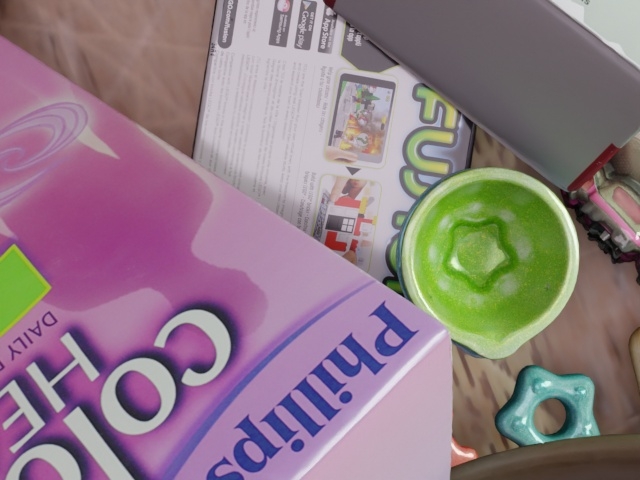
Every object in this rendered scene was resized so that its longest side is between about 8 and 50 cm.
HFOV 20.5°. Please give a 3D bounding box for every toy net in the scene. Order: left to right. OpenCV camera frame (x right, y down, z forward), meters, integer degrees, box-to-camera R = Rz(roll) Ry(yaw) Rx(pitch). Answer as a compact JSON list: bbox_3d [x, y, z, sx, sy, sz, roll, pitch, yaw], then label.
[{"bbox_3d":[0.102,0.081,0.684,0.232,0.045,0.122,43,86,-7],"label":"toy net"}]

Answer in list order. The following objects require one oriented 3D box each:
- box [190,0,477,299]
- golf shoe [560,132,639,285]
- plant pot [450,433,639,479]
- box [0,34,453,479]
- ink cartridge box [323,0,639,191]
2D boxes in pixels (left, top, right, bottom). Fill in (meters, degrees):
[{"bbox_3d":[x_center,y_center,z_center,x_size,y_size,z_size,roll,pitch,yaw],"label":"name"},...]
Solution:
[{"bbox_3d":[0.000,0.000,0.721,0.114,0.036,0.207,10,91,5],"label":"box"},{"bbox_3d":[0.184,0.019,0.689,0.086,0.067,0.186,-43,87,1],"label":"golf shoe"},{"bbox_3d":[0.093,0.272,0.589,0.323,0.323,0.280,-28,114,5],"label":"plant pot"},{"bbox_3d":[-0.114,0.068,0.607,0.243,0.117,0.213,34,60,26],"label":"box"},{"bbox_3d":[0.108,-0.134,0.645,0.127,0.128,0.176,38,75,3],"label":"ink cartridge box"}]
